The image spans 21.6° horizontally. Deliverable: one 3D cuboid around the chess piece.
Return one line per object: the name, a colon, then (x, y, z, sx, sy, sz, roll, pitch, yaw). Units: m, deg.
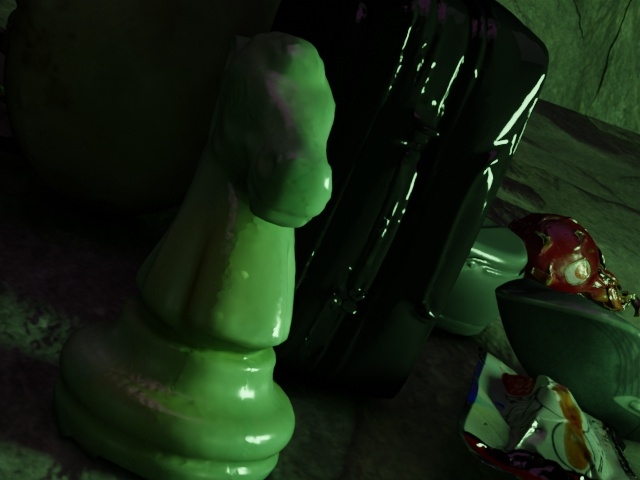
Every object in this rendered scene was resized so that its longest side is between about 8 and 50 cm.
chess piece: (-0.061, 0.006, 1.137, 0.175, 0.298, 0.176, 19, 12, -4)

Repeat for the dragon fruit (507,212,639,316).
dragon fruit: (0.301, 0.032, 1.939, 0.190, 0.094, 0.094, 30, 13, -9)

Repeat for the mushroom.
mushroom: (-0.188, -0.207, 1.608, 0.294, 0.362, 0.362, 18, 14, 15)

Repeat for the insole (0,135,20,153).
insole: (-0.331, -0.100, 1.726, 0.152, 0.002, 0.053, 11, 17, -33)

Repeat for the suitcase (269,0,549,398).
suitcase: (0.036, -0.066, 1.429, 0.188, 0.345, 0.339, 21, 14, -20)

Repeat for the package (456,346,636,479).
package: (0.184, 0.171, 1.336, 0.194, 0.071, 0.269, 24, 21, -9)

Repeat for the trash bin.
trash bin: (0.093, -0.007, 1.690, 0.236, 0.101, 0.176, 40, 19, 24)

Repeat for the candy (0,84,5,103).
candy: (-0.358, -0.162, 1.859, 0.184, 0.049, 0.055, 22, -16, 32)

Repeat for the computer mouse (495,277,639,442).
computer mouse: (0.301, 0.149, 1.524, 0.379, 0.090, 0.167, 31, -3, -20)
